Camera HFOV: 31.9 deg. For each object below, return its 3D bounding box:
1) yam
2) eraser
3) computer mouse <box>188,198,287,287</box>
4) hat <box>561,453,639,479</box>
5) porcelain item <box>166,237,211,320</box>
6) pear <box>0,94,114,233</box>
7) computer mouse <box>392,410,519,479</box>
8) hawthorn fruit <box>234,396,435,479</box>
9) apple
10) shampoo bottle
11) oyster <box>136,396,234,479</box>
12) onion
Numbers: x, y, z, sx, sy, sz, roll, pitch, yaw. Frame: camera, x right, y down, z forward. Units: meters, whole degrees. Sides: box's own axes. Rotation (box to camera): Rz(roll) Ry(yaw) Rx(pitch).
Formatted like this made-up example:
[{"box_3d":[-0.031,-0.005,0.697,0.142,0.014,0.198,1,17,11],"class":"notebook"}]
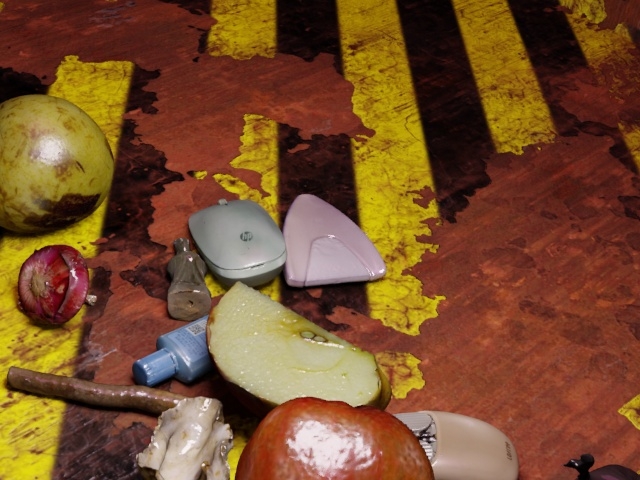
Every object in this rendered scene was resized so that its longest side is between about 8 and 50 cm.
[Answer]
[{"box_3d":[-0.352,0.250,1.831,0.326,0.045,0.045,11,-8,1],"class":"yam"},{"box_3d":[0.000,0.001,2.234,0.204,0.059,0.243,-4,43,-18],"class":"eraser"},{"box_3d":[-0.162,-0.015,2.154,0.159,0.097,0.288,-17,38,-12],"class":"computer mouse"},{"box_3d":[0.439,0.441,1.643,0.238,0.209,0.336,22,39,10],"class":"hat"},{"box_3d":[-0.249,0.060,2.098,0.081,0.069,0.216,-1,33,-8],"class":"porcelain item"},{"box_3d":[-0.532,-0.141,2.126,0.283,0.284,0.284,7,37,-5],"class":"pear"},{"box_3d":[0.208,0.345,1.815,0.236,0.082,0.145,10,37,-2],"class":"computer mouse"},{"box_3d":[0.005,0.371,1.588,0.295,0.295,0.311,28,63,22],"class":"hawthorn fruit"},{"box_3d":[-0.053,0.207,1.821,0.346,0.254,0.179,29,84,27],"class":"apple"},{"box_3d":[-0.209,0.184,1.937,0.258,0.061,0.104,-23,54,-38],"class":"shampoo bottle"},{"box_3d":[-0.192,0.364,1.669,0.166,0.110,0.341,1,34,-24],"class":"oyster"},{"box_3d":[-0.452,0.084,1.982,0.150,0.150,0.140,41,13,34],"class":"onion"}]
